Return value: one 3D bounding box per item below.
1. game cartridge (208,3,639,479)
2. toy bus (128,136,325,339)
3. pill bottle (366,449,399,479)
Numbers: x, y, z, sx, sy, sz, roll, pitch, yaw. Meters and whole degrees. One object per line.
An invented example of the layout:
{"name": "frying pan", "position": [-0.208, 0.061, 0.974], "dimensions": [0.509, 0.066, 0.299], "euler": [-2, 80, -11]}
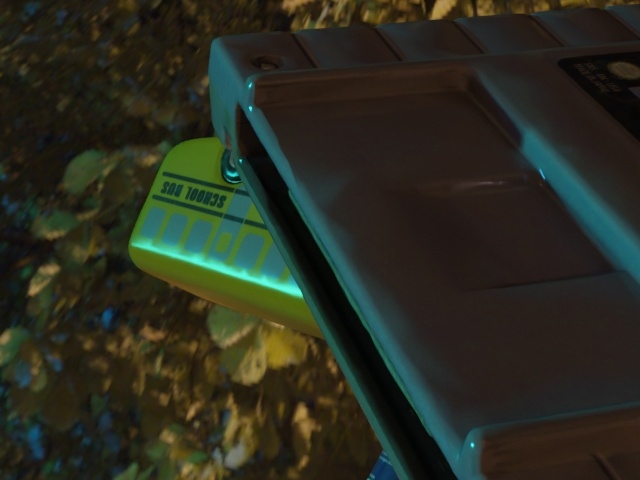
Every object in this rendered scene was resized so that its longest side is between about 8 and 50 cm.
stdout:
{"name": "game cartridge", "position": [0.111, 0.003, 0.524], "dimensions": [0.230, 0.355, 0.068], "euler": [-11, -57, -14]}
{"name": "toy bus", "position": [0.000, 0.000, 1.083], "dimensions": [0.108, 0.332, 0.130], "euler": [30, -99, -38]}
{"name": "pill bottle", "position": [0.100, 0.158, 1.120], "dimensions": [0.094, 0.094, 0.169], "euler": [30, -95, -6]}
